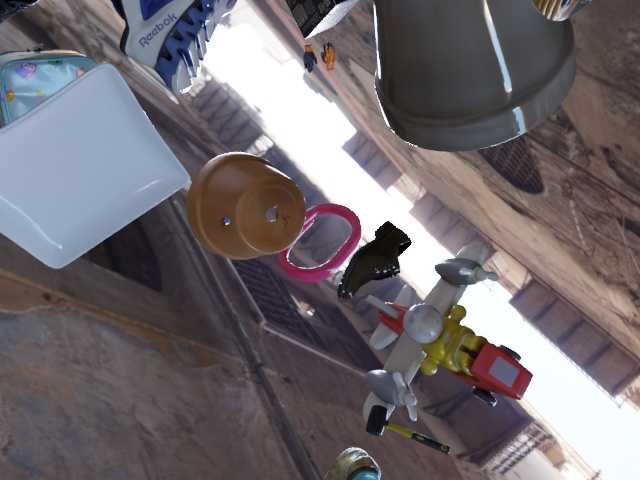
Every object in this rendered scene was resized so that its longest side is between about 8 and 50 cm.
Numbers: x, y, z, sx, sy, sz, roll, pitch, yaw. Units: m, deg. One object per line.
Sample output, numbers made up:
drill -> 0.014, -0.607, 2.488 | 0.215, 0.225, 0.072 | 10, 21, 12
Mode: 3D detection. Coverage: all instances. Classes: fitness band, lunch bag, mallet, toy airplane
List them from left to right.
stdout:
lunch bag -> -0.614, -0.295, 1.164 | 0.108, 0.224, 0.279 | 38, -48, 40
fitness band -> 0.000, 0.000, 1.551 | 0.209, 0.054, 0.291 | 24, -122, 27
mallet -> 0.187, 0.428, 1.113 | 0.190, 0.039, 0.062 | 29, -119, 5
toy airplane -> 0.251, 0.210, 1.201 | 0.384, 0.272, 0.386 | -20, -126, 20

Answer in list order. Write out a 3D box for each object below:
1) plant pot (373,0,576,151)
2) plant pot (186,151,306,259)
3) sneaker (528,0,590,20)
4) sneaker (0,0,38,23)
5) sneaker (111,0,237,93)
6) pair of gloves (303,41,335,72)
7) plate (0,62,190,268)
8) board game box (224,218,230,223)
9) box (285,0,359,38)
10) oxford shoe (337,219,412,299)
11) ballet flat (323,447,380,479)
plant pot -> 0.211, -0.345, 0.782 | 0.323, 0.280, 0.323 | -13, -126, 18
plant pot -> -0.174, -0.081, 1.331 | 0.203, 0.291, 0.290 | 15, -106, 54
sneaker -> 0.269, -0.324, 0.476 | 0.296, 0.112, 0.131 | -35, -108, -23
sneaker -> -0.683, -0.461, 1.009 | 0.147, 0.104, 0.295 | 6, -133, 46
sneaker -> -0.259, -0.431, 0.894 | 0.127, 0.182, 0.315 | 132, -19, -76
pair of gloves -> -0.002, -0.462, 1.300 | 0.083, 0.074, 0.010 | -8, -135, -4
plate -> -0.372, -0.104, 0.780 | 0.278, 0.277, 0.045 | -36, -119, -9
board game box -> -0.296, -0.080, 1.491 | 0.168, 0.133, 0.033 | -47, -125, 12
box -> -0.005, -0.460, 0.895 | 0.078, 0.147, 0.180 | -31, -168, -14
oxford shoe -> 0.122, 0.052, 1.110 | 0.096, 0.083, 0.227 | 34, -116, 20
ballet flat -> 0.006, 0.626, 1.178 | 0.348, 0.123, 0.123 | -54, -133, 1
